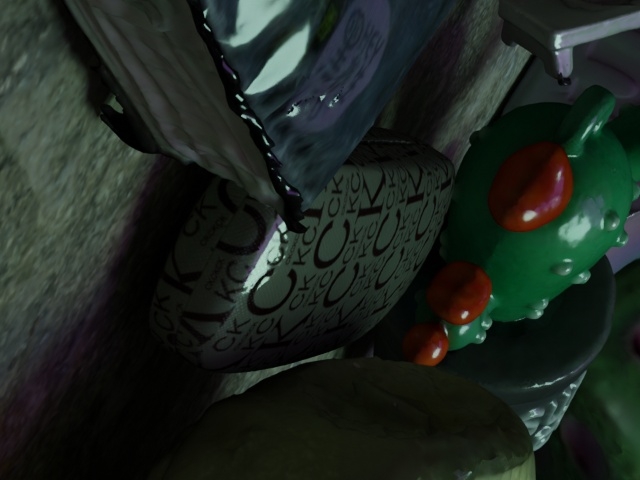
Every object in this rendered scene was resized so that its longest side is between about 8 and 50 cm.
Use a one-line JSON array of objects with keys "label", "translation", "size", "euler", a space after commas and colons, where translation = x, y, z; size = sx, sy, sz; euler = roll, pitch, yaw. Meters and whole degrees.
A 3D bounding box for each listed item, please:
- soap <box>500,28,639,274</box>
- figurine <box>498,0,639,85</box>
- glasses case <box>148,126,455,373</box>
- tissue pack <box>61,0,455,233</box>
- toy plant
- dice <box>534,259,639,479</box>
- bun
[{"label": "soap", "translation": [0.264, -0.101, 1.589], "size": [0.324, 0.193, 0.109], "euler": [-57, 162, -15]}, {"label": "figurine", "translation": [0.200, -0.246, 1.264], "size": [0.144, 0.182, 0.256], "euler": [-111, -156, -51]}, {"label": "glasses case", "translation": [0.000, 0.000, 1.110], "size": [0.137, 0.085, 0.355], "euler": [-63, 165, 11]}, {"label": "tissue pack", "translation": [0.025, -0.209, 0.777], "size": [0.361, 0.122, 0.259], "euler": [-56, 160, -14]}, {"label": "toy plant", "translation": [0.143, 0.017, 1.383], "size": [0.279, 0.185, 0.400], "euler": [-17, 149, -18]}, {"label": "dice", "translation": [0.327, 0.123, 1.759], "size": [0.322, 0.330, 0.318], "euler": [-28, 144, -20]}, {"label": "bun", "translation": [-0.026, 0.220, 1.082], "size": [0.364, 0.202, 0.364], "euler": [-50, 154, -35]}]
